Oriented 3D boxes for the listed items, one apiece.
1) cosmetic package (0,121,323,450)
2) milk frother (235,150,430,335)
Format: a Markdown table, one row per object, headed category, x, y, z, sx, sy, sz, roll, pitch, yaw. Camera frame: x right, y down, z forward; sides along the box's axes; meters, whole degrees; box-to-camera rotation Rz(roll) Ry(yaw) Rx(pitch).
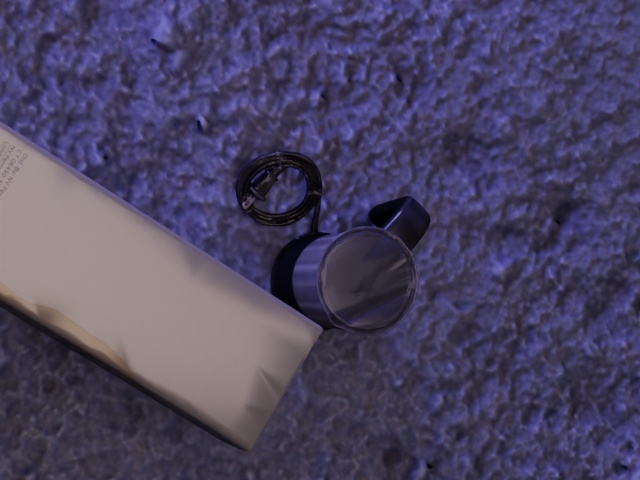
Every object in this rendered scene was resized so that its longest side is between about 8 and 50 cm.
| category | x | y | z | sx | sy | sz | roll | pitch | yaw |
| --- | --- | --- | --- | --- | --- | --- | --- | --- | --- |
| cosmetic package | -0.169 | 0.029 | 1.199 | 0.309 | 0.160 | 0.113 | 34 | 80 | -12 |
| milk frother | 0.000 | 0.000 | 1.262 | 0.143 | 0.135 | 0.129 | 27 | 80 | -15 |
